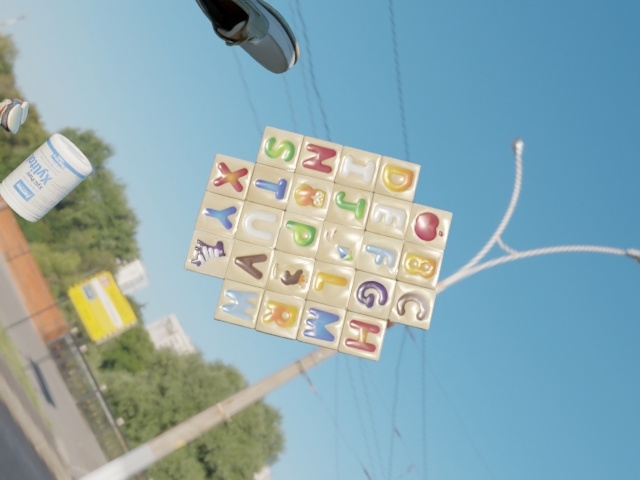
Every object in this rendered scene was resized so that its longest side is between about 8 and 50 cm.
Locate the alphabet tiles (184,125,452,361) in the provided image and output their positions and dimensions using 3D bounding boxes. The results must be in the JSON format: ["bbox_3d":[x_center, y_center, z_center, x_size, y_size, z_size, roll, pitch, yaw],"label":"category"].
[{"bbox_3d":[0.000,0.000,1.202,0.011,0.342,0.285,107,-3,-75],"label":"alphabet tiles"}]

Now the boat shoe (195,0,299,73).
[{"bbox_3d":[-0.155,-0.416,1.655,0.113,0.103,0.302,-15,-46,36],"label":"boat shoe"}]

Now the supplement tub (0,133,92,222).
[{"bbox_3d":[-0.365,-0.083,1.163,0.071,0.107,0.071,47,2,-2],"label":"supplement tub"}]

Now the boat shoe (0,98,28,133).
[{"bbox_3d":[-0.504,-0.205,1.414,0.137,0.043,0.049,-117,-139,-70],"label":"boat shoe"}]
